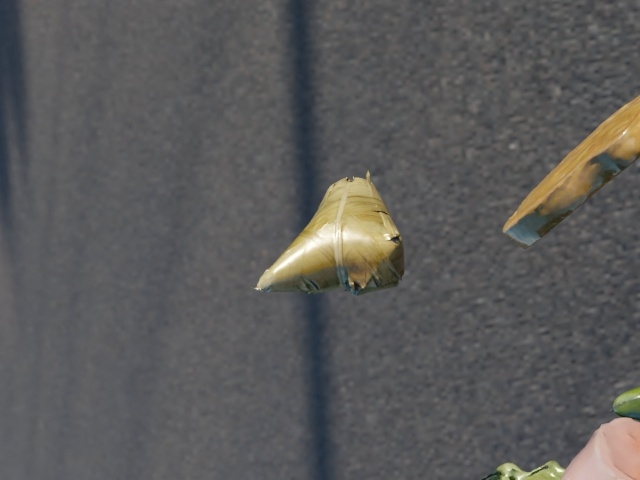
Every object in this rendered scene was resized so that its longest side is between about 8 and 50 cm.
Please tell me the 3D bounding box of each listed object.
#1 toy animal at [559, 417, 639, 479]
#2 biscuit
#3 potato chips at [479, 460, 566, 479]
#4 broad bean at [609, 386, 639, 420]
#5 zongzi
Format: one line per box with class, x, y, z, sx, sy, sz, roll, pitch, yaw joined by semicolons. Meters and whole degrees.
toy animal;0.261;0.276;1.297;0.169;0.195;0.281;42;112;-5
biscuit;0.404;-0.138;1.911;0.062;0.385;0.365;50;137;3
potato chips;0.209;0.421;1.845;0.358;0.429;0.070;23;134;62
broad bean;0.461;0.178;1.642;0.065;0.255;0.046;47;-144;-60
zongzi;0.000;0.000;1.827;0.194;0.197;0.099;-106;6;-58
